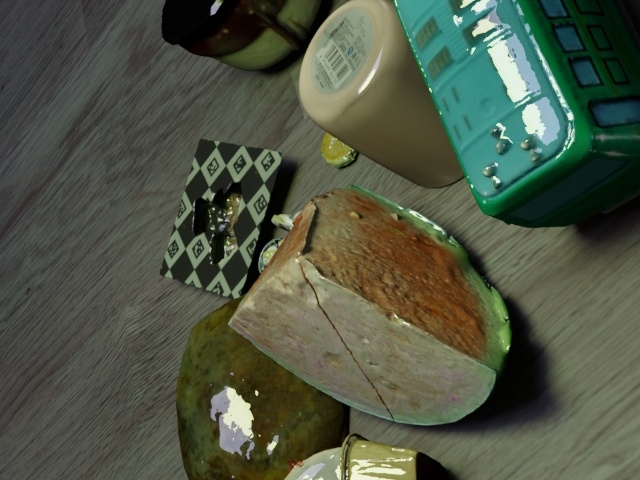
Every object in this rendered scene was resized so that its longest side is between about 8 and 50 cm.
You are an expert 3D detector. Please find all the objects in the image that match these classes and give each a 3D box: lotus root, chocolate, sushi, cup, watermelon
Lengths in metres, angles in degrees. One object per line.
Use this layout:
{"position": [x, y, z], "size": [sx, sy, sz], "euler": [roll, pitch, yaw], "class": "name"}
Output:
{"position": [-0.083, 0.220, 1.371], "size": [0.210, 0.142, 0.314], "euler": [-33, 49, 35], "class": "lotus root"}
{"position": [-0.103, -0.388, 1.677], "size": [0.283, 0.186, 0.283], "euler": [-40, 36, 36], "class": "chocolate"}
{"position": [-0.141, -0.032, 1.653], "size": [0.220, 0.047, 0.231], "euler": [14, 87, 48], "class": "sushi"}
{"position": [0.097, -0.216, 1.328], "size": [0.191, 0.200, 0.252], "euler": [-23, 54, 43], "class": "cup"}
{"position": [0.077, 0.054, 1.229], "size": [0.222, 0.292, 0.319], "euler": [-57, -4, -27], "class": "watermelon"}

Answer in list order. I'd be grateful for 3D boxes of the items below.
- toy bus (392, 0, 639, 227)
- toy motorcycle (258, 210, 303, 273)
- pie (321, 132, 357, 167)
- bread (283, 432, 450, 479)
{"position": [0.209, -0.187, 1.101], "size": [0.183, 0.199, 0.343], "euler": [-39, 65, 44], "class": "toy bus"}
{"position": [0.000, 0.000, 1.440], "size": [0.229, 0.074, 0.151], "euler": [8, 76, 54], "class": "toy motorcycle"}
{"position": [0.034, -0.143, 1.516], "size": [0.084, 0.020, 0.084], "euler": [-25, 53, 39], "class": "pie"}
{"position": [0.042, 0.332, 1.172], "size": [0.212, 0.142, 0.224], "euler": [-17, 57, 28], "class": "bread"}
